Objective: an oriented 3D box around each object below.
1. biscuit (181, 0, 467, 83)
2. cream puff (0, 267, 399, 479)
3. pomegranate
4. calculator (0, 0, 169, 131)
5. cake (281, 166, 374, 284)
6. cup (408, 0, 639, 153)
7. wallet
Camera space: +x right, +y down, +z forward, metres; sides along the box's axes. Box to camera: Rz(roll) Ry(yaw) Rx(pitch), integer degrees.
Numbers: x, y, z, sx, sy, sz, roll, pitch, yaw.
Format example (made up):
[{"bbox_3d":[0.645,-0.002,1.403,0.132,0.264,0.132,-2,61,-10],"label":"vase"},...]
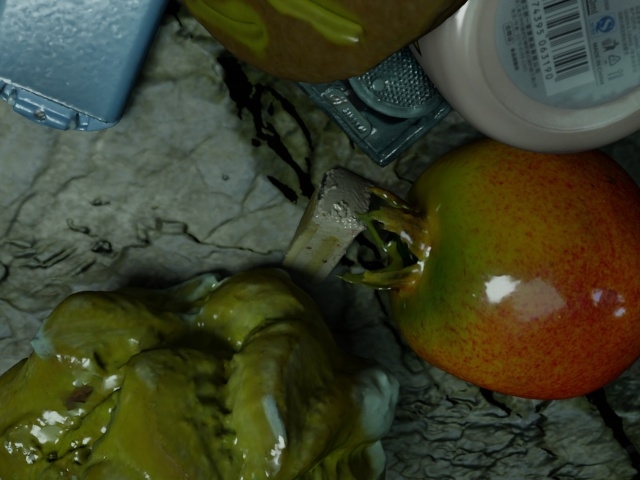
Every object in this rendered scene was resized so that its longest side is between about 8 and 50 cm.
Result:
[{"bbox_3d":[-0.034,-0.282,0.400,0.350,0.070,0.394,-23,97,52],"label":"biscuit"},{"bbox_3d":[-0.113,0.200,0.704,0.378,0.275,0.378,-1,124,-2],"label":"cream puff"},{"bbox_3d":[0.142,0.016,0.635,0.257,0.221,0.221,10,120,-20],"label":"pomegranate"},{"bbox_3d":[-0.182,-0.178,0.608,0.121,0.039,0.210,21,117,-16],"label":"calculator"},{"bbox_3d":[0.000,0.000,0.716,0.052,0.065,0.121,20,125,-11],"label":"cake"},{"bbox_3d":[0.152,-0.196,0.520,0.192,0.200,0.252,8,120,-7],"label":"cup"},{"bbox_3d":[0.041,-0.126,0.657,0.088,0.026,0.129,-39,115,19],"label":"wallet"}]
